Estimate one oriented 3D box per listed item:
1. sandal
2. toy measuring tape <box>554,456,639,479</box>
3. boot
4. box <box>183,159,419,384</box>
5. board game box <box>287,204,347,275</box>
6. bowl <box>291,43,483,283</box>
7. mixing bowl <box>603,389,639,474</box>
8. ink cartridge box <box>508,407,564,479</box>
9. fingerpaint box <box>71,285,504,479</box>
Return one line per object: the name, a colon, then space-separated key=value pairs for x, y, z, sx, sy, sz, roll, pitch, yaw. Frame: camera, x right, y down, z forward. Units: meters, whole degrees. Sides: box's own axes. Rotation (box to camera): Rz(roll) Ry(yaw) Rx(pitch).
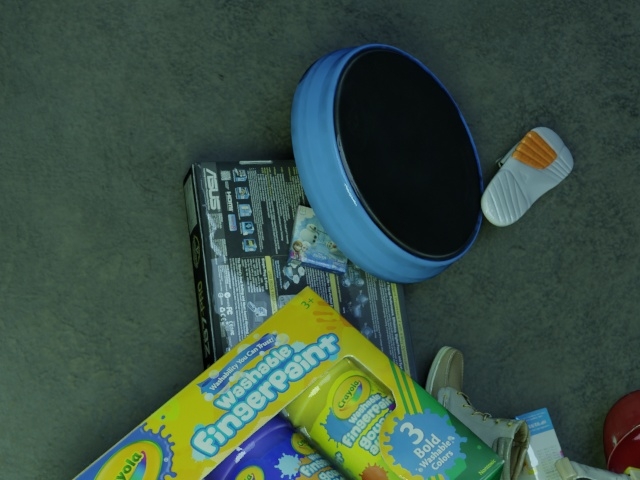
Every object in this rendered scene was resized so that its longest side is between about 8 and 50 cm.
sandal: x=0.329 y=-0.103 z=2.092 sx=0.265 sy=0.076 sz=0.102 roll=-39 pitch=96 yaw=-39
toy measuring tape: x=0.470 y=0.412 z=1.928 sx=0.330 sy=0.121 sz=0.121 roll=17 pitch=67 yaw=-30
boot: x=0.240 y=0.268 z=1.897 sx=0.077 sy=0.165 sz=0.213 roll=29 pitch=65 yaw=-50
box: x=-0.033 y=0.070 z=1.913 sx=0.318 sy=0.097 sz=0.395 roll=-4 pitch=74 yaw=-18
board game box: x=0.000 y=0.000 z=1.884 sx=0.090 sy=0.020 sz=0.090 roll=14 pitch=66 yaw=-15
bowl: x=0.118 y=-0.128 z=1.941 sx=0.391 sy=0.077 sz=0.391 roll=23 pitch=57 yaw=-41
mixing bowl: x=0.525 y=0.305 z=1.996 sx=0.181 sy=0.181 sz=0.098 roll=-1 pitch=38 yaw=-19
ink cartridge box: x=0.334 y=0.362 z=1.932 sx=0.061 sy=0.104 sz=0.181 roll=-13 pitch=77 yaw=-22
fingerpaint box: x=-0.048 y=0.335 z=1.620 sx=0.445 sy=0.163 sz=0.371 roll=-38 pitch=63 yaw=-22
